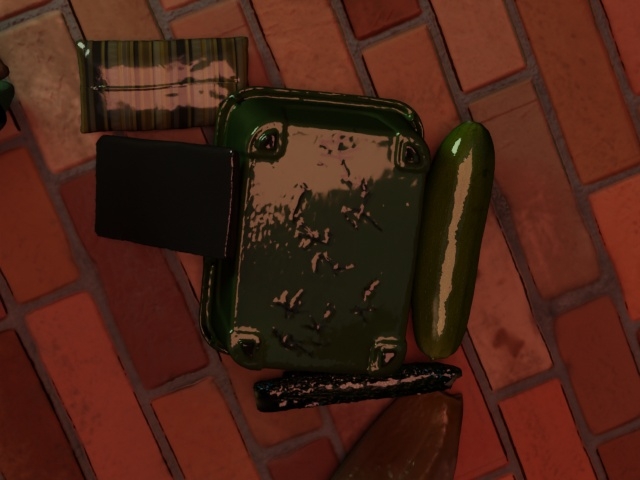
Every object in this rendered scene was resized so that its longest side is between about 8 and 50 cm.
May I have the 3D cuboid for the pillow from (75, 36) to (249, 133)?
[{"bbox_3d":[-0.184,-0.184,1.389,0.204,0.038,0.113,-3,98,-5],"label":"pillow"}]

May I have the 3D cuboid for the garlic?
[{"bbox_3d":[0.084,0.320,1.462,0.143,0.112,0.318,33,82,-6],"label":"garlic"}]

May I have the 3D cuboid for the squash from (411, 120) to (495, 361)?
[{"bbox_3d":[0.156,-0.001,1.428,0.082,0.082,0.292,7,98,-7],"label":"squash"}]

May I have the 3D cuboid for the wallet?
[{"bbox_3d":[-0.176,-0.052,1.329,0.025,0.244,0.124,-5,100,-45],"label":"wallet"}]

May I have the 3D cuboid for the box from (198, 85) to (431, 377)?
[{"bbox_3d":[0.000,0.000,1.352,0.253,0.178,0.328,3,103,-11],"label":"box"}]

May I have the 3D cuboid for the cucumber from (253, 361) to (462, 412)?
[{"bbox_3d":[0.046,0.175,1.442,0.257,0.044,0.043,-7,118,5],"label":"cucumber"}]

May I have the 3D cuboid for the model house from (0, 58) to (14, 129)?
[{"bbox_3d":[-0.463,-0.137,1.238,0.284,0.298,0.243,-27,94,-5],"label":"model house"}]
